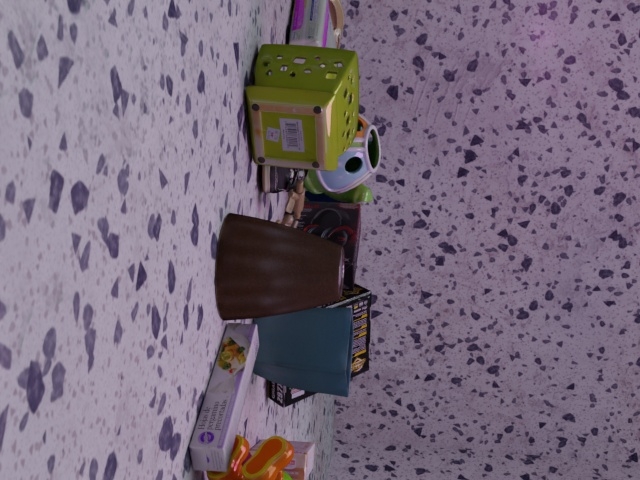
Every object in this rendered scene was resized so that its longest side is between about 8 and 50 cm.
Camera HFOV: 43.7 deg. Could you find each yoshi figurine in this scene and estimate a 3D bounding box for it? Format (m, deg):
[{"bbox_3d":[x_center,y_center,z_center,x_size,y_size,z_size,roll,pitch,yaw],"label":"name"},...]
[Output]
[{"bbox_3d":[-0.051,0.501,1.512,0.362,0.203,0.203,64,-2,-27],"label":"yoshi figurine"}]

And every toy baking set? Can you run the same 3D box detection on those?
[{"bbox_3d":[-0.094,-0.032,1.966,0.197,0.030,0.256,-59,169,-24],"label":"toy baking set"}]

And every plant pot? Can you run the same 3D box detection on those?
[{"bbox_3d":[-0.071,0.057,1.584,0.215,0.230,0.215,2,90,-84],"label":"plant pot"},{"bbox_3d":[-0.045,0.258,1.899,0.165,0.234,0.165,83,12,-59],"label":"plant pot"},{"bbox_3d":[-0.043,-0.282,1.763,0.207,0.227,0.228,-71,164,-48],"label":"plant pot"}]

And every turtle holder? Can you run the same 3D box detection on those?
[{"bbox_3d":[0.048,-0.226,2.271,0.243,0.227,0.320,-40,128,-62],"label":"turtle holder"}]

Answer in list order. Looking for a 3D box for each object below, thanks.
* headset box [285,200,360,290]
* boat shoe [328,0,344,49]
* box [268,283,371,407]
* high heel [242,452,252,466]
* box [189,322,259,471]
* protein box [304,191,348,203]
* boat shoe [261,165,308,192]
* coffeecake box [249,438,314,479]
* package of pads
[{"bbox_3d":[0.000,0.000,2.274,0.293,0.218,0.110,-79,170,-48],"label":"headset box"},{"bbox_3d":[0.011,-0.637,2.533,0.341,0.122,0.110,87,8,-52],"label":"boat shoe"},{"bbox_3d":[0.001,0.282,2.192,0.322,0.079,0.257,-17,119,-37],"label":"box"},{"bbox_3d":[-0.139,0.596,1.745,0.377,0.127,0.181,91,-1,-57],"label":"high heel"},{"bbox_3d":[-0.175,0.283,1.501,0.324,0.063,0.067,-79,168,-53],"label":"box"},{"bbox_3d":[0.022,-0.088,2.517,0.201,0.200,0.136,55,38,-80],"label":"protein box"},{"bbox_3d":[-0.085,-0.170,1.980,0.285,0.092,0.103,-47,140,-80],"label":"boat shoe"},{"bbox_3d":[-0.096,0.545,1.987,0.185,0.142,0.068,42,51,-82],"label":"coffeecake box"},{"bbox_3d":[-0.018,-0.552,2.321,0.296,0.101,0.229,76,16,-56],"label":"package of pads"}]
